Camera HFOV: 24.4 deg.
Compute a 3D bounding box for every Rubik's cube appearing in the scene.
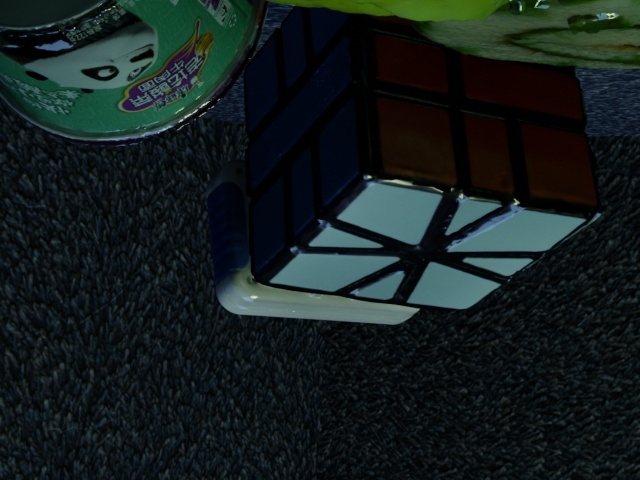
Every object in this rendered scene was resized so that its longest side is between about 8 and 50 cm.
[{"bbox_3d":[0.097,-0.106,1.573,0.293,0.283,0.288,10,151,-22],"label":"Rubik's cube"}]

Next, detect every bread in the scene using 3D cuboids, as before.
[{"bbox_3d":[0.261,-0.224,1.278,0.366,0.129,0.382,3,179,31],"label":"bread"}]

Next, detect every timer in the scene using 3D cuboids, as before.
[{"bbox_3d":[0.000,0.000,1.690,0.253,0.178,0.078,5,154,-28],"label":"timer"}]

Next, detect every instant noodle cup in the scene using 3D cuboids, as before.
[{"bbox_3d":[-0.178,-0.212,1.086,0.251,0.251,0.190,3,170,11],"label":"instant noodle cup"}]

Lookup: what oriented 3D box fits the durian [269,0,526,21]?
[{"bbox_3d":[0.015,-0.219,0.779,0.339,0.205,0.256,4,-169,28],"label":"durian"}]
